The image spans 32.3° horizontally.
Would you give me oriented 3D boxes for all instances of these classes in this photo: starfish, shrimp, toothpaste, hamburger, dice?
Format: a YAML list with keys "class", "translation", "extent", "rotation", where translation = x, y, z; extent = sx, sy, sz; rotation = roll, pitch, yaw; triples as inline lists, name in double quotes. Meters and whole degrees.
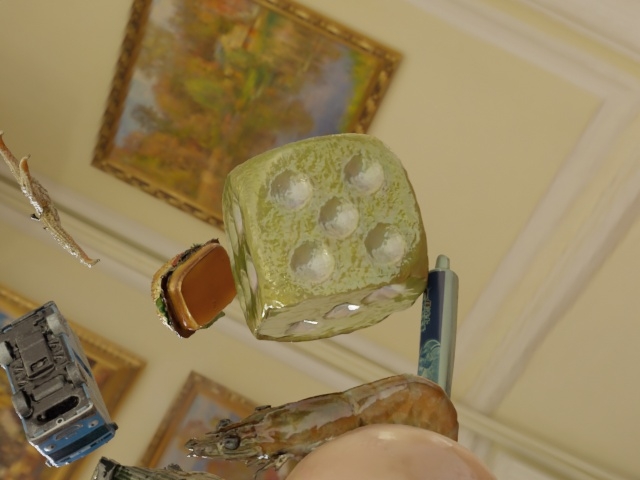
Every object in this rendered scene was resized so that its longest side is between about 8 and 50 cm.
- class: "starfish"
  translation: [-0.454, -0.063, 1.788]
  extent: [0.050, 0.247, 0.138]
  rotation: [-39, 21, -15]
- class: "shrimp"
  translation: [0.008, 0.230, 1.145]
  extent: [0.058, 0.296, 0.169]
  rotation: [-141, 46, -66]
- class: "toothpaste"
  translation: [0.157, 0.132, 1.481]
  extent: [0.069, 0.047, 0.268]
  rotation: [-18, 47, 32]
- class: "hamburger"
  translation: [-0.204, 0.080, 1.749]
  extent: [0.166, 0.087, 0.137]
  rotation: [-40, -61, -50]
- class: "dice"
  translation: [0.000, 0.000, 1.500]
  extent: [0.238, 0.233, 0.227]
  rotation: [118, 138, -69]

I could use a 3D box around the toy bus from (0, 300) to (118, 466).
- class: "toy bus"
  translation: [-0.397, 0.220, 1.662]
  extent: [0.116, 0.234, 0.133]
  rotation: [-28, -42, -7]

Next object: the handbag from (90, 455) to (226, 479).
- class: "handbag"
  translation: [-0.233, 0.470, 1.702]
  extent: [0.340, 0.247, 0.240]
  rotation: [1, 82, 46]

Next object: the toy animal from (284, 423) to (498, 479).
- class: "toy animal"
  translation: [-0.004, 0.268, 0.766]
  extent: [0.269, 0.237, 0.326]
  rotation: [30, 94, 53]
